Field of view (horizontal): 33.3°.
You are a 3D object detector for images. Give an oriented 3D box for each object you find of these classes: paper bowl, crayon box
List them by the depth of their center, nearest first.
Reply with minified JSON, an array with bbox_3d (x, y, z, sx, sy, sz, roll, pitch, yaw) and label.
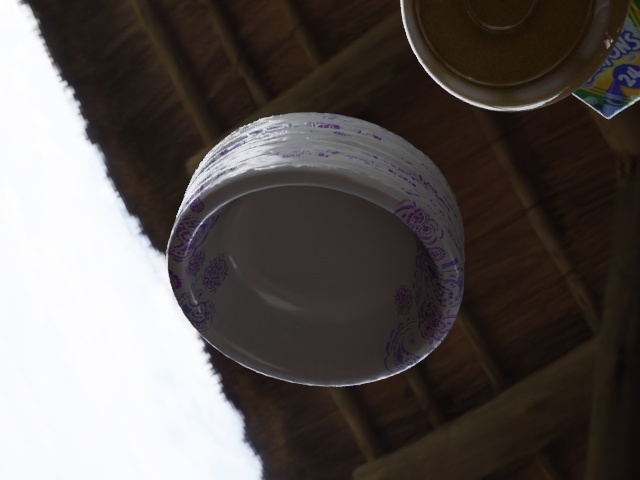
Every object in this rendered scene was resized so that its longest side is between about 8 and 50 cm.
[{"bbox_3d":[0.000,0.000,1.060,0.148,0.284,0.284,-81,169,-48],"label":"paper bowl"},{"bbox_3d":[0.337,-0.316,1.440,0.323,0.083,0.203,33,-27,-10],"label":"crayon box"}]

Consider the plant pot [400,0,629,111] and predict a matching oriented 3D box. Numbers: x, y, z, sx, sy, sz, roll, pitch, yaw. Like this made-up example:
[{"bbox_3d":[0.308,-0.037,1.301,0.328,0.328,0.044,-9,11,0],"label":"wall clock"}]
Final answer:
[{"bbox_3d":[0.183,-0.245,1.057,0.236,0.032,0.236,6,-77,26],"label":"plant pot"}]
